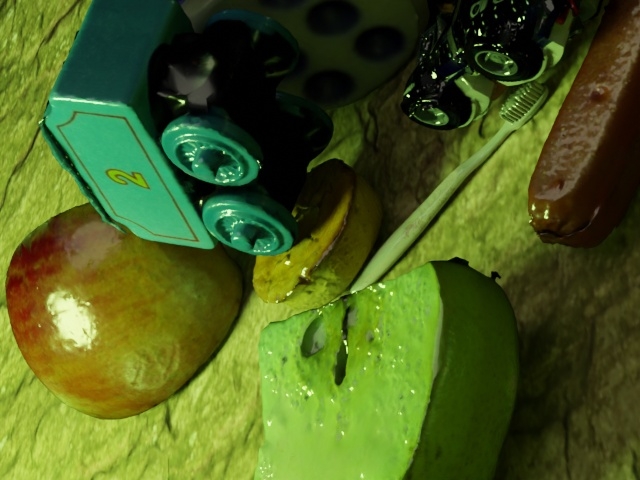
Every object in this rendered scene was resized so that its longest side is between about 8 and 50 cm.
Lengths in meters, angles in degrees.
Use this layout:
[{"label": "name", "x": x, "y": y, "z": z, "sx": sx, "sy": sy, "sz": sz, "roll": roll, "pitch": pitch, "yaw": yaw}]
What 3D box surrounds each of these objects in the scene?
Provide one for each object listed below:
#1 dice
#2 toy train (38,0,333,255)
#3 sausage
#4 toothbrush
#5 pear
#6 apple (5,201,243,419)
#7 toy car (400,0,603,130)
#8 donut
[{"label": "dice", "x": -0.039, "y": -0.311, "z": 1.734, "sx": 0.243, "sy": 0.259, "sz": 0.251, "roll": -39, "pitch": 44, "yaw": 30}, {"label": "toy train", "x": -0.141, "y": -0.114, "z": 1.615, "sx": 0.265, "sy": 0.300, "sz": 0.188, "roll": 8, "pitch": 62, "yaw": 20}, {"label": "sausage", "x": 0.285, "y": -0.143, "z": 1.398, "sx": 0.102, "sy": 0.102, "sz": 0.330, "roll": 16, "pitch": 81, "yaw": 52}, {"label": "toothbrush", "x": 0.128, "y": -0.052, "z": 1.577, "sx": 0.307, "sy": 0.029, "sz": 0.025, "roll": -48, "pitch": 44, "yaw": 19}, {"label": "pear", "x": 0.073, "y": 0.190, "z": 1.392, "sx": 0.286, "sy": 0.176, "sz": 0.282, "roll": -24, "pitch": 54, "yaw": 44}, {"label": "apple", "x": -0.254, "y": 0.089, "z": 1.836, "sx": 0.346, "sy": 0.179, "sz": 0.254, "roll": -36, "pitch": 82, "yaw": 30}, {"label": "toy car", "x": 0.181, "y": -0.216, "z": 1.476, "sx": 0.301, "sy": 0.118, "sz": 0.193, "roll": -29, "pitch": 37, "yaw": 63}, {"label": "donut", "x": 0.000, "y": 0.000, "z": 1.662, "sx": 0.178, "sy": 0.065, "sz": 0.162, "roll": -54, "pitch": 27, "yaw": 13}]
